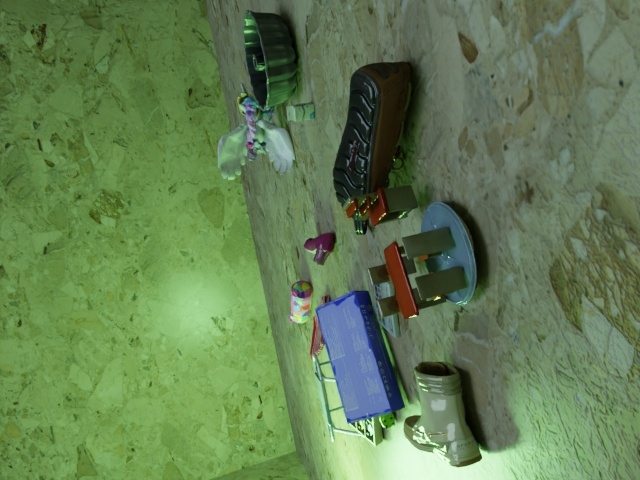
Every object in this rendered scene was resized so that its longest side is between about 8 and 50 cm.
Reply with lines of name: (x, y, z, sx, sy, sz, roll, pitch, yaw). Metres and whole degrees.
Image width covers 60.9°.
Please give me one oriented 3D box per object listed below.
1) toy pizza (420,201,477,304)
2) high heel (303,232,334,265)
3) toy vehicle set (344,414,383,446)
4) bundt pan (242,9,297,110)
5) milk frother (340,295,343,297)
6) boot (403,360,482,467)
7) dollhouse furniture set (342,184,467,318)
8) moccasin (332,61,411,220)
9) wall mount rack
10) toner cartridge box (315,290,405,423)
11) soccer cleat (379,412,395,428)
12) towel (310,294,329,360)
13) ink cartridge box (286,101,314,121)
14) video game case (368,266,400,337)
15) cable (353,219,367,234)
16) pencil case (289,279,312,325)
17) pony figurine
toy pizza: (0.249, 0.023, 1.038, 0.201, 0.032, 0.201, 167, 90, -77)
high heel: (0.000, 0.000, 1.919, 0.244, 0.082, 0.117, -106, 38, -76)
toy vehicle set: (0.133, 0.529, 1.809, 0.166, 0.035, 0.267, 23, 126, 51)
bundt pan: (-0.167, -0.617, 1.856, 0.331, 0.124, 0.330, 166, 90, -75)
milk frother: (0.095, 0.273, 1.744, 0.143, 0.129, 0.134, 28, 150, 9)
boot: (0.247, 0.368, 1.216, 0.262, 0.095, 0.203, 165, 92, -74)
dollhouse furniture set: (0.147, 0.030, 1.096, 0.262, 0.135, 0.259, 123, 132, -72)
moccasin: (0.115, -0.201, 1.169, 0.139, 0.147, 0.380, 42, 142, 38)
wall mount rack: (0.072, 0.590, 2.031, 0.304, 0.130, 0.350, -163, 61, -77)
toner cartridge box: (0.109, 0.334, 1.576, 0.165, 0.075, 0.347, -29, 69, 37)
soccer cleat: (0.185, 0.478, 1.626, 0.072, 0.060, 0.179, -128, 26, -66)
towel: (-0.005, 0.349, 2.139, 0.275, 0.031, 0.199, 108, 167, -63)
ink cartridge box: (-0.063, -0.406, 1.726, 0.028, 0.083, 0.048, -126, 27, -57)
video game case: (0.171, 0.166, 1.480, 0.143, 0.019, 0.157, -141, 39, -67)
cable: (0.103, -0.123, 1.372, 0.139, 0.072, 0.287, -75, -23, -56)
pencil case: (-0.087, 0.275, 2.387, 0.236, 0.104, 0.104, 96, 156, -50)
pony figurine: (-0.261, -0.430, 2.161, 0.363, 0.303, 0.351, -89, -8, -80)
